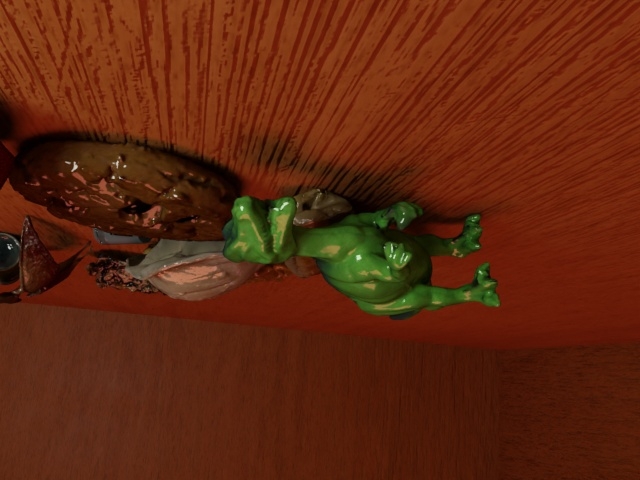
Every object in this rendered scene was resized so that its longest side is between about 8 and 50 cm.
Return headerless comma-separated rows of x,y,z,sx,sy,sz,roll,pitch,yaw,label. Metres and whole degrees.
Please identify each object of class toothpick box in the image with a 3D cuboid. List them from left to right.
-0.326,-0.019,0.920,0.083,0.052,0.052,-1,165,17,toothpick box

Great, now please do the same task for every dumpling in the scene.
-0.198,0.035,0.887,0.252,0.132,0.179,0,179,24,dumpling

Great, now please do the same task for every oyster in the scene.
-0.445,0.083,1.325,0.214,0.083,0.223,9,172,-7,oyster

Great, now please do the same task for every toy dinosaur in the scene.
-0.575,0.042,1.145,0.206,0.113,0.327,-33,-175,2,toy dinosaur
0.039,0.074,0.800,0.374,0.144,0.500,-1,156,-14,toy dinosaur

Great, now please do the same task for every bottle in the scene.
-0.716,0.048,1.253,0.082,0.082,0.286,11,165,-26,bottle

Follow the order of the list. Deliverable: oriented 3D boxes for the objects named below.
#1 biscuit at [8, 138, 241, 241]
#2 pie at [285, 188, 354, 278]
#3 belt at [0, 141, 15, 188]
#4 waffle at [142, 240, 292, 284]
-0.246,-0.050,0.723,0.295,0.075,0.296,5,166,1,biscuit
0.000,0.000,0.839,0.128,0.068,0.282,-12,159,-1,pie
-0.385,-0.081,0.552,0.128,0.124,0.201,28,164,-18,belt
-0.216,0.056,1.173,0.300,0.058,0.281,-2,166,25,waffle
